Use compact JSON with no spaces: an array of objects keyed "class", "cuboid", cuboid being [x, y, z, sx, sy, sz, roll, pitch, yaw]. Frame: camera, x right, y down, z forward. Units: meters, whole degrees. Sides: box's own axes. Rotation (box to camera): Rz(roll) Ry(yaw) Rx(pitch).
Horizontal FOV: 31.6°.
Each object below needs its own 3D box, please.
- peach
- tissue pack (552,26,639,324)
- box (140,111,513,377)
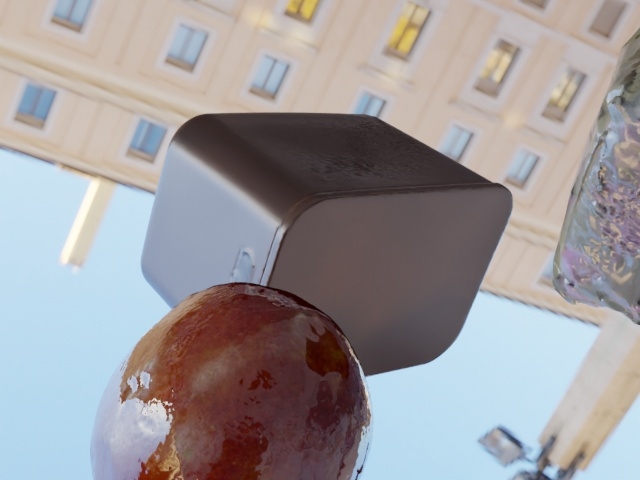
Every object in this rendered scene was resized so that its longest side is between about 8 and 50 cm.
[{"class":"peach","cuboid":[-0.064,0.138,0.886,0.199,0.243,0.243,34,-164,-23]},{"class":"tissue pack","cuboid":[0.285,-0.089,0.905,0.123,0.215,0.256,27,-131,22]},{"class":"box","cuboid":[0.000,0.000,1.263,0.339,0.239,0.229,-5,-148,-42]}]
